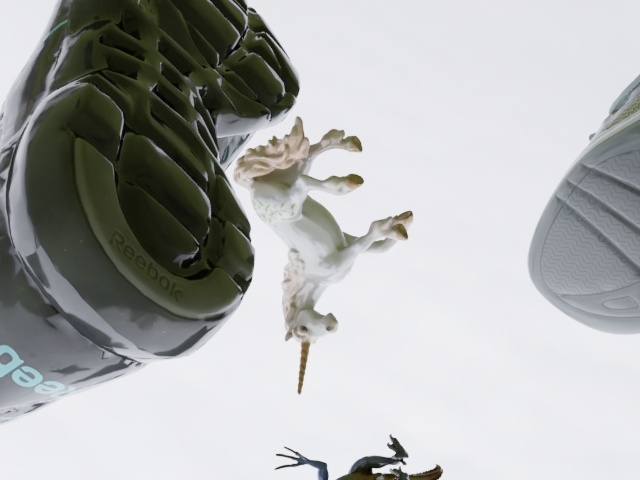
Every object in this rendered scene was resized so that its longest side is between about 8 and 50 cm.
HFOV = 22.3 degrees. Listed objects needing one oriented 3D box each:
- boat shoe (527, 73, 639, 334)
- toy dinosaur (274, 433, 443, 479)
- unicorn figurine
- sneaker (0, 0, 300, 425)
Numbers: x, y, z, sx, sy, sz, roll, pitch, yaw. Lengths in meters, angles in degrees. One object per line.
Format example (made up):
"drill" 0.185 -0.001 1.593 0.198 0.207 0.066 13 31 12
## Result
"boat shoe" 0.229 -0.069 0.887 0.118 0.320 0.103 35 -142 3
"toy dinosaur" 0.014 0.146 0.892 0.090 0.082 0.047 32 -149 -39
"unicorn figurine" 0.000 0.000 1.040 0.162 0.111 0.060 60 -155 -11
"sneaker" -0.079 -0.033 0.552 0.101 0.106 0.267 45 -157 -16
